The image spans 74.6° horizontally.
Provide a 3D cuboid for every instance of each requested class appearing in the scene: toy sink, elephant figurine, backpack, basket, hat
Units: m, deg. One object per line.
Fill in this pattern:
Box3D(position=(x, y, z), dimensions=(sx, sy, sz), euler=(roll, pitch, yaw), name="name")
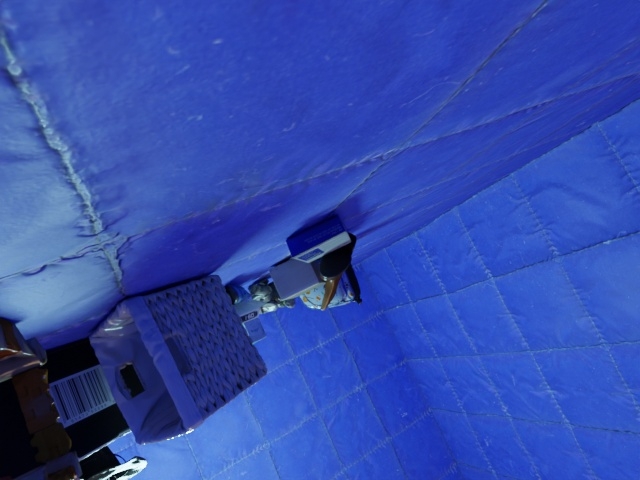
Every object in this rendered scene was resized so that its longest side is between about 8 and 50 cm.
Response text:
Box3D(position=(-0.077, 0.131, 1.593), dimensions=(0.152, 0.131, 0.234), euler=(-26, 172, 8), name="toy sink")
Box3D(position=(-0.231, 0.224, 1.769), dimensions=(0.239, 0.186, 0.169), euler=(-6, -155, -37), name="elephant figurine")
Box3D(position=(0.018, 0.192, 1.886), dimensions=(0.263, 0.277, 0.213), euler=(-22, 170, 28), name="backpack")
Box3D(position=(-0.370, 0.298, 1.089), dimensions=(0.266, 0.329, 0.331), euler=(-23, 173, -47), name="basket")
Box3D(position=(-0.711, 0.712, 1.288), dimensions=(0.331, 0.134, 0.331), euler=(-32, 158, -15), name="hat")

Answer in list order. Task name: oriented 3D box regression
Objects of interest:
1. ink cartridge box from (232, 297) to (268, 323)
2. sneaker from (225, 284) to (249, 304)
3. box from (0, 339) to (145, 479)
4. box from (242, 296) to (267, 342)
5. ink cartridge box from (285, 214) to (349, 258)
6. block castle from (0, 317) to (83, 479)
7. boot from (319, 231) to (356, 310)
Box3D(position=(-0.339, 0.259, 1.569), dimensions=(0.206, 0.045, 0.208), euler=(8, -167, 32), name="ink cartridge box")
Box3D(position=(-0.292, 0.186, 1.490), dimensions=(0.082, 0.069, 0.209), euler=(-18, 174, -20), name="sneaker")
Box3D(position=(-0.801, 0.510, 1.199), dimensions=(0.471, 0.298, 0.479), euler=(-31, 171, 27), name="box")
Box3D(position=(-0.440, 0.445, 2.152), dimensions=(0.261, 0.231, 0.126), euler=(-29, 172, 30), name="box")
Box3D(position=(0.000, 0.000, 1.215), dimensions=(0.165, 0.065, 0.332), euler=(-26, 174, 3), name="ink cartridge box")
Box3D(position=(-0.510, 0.273, 0.537), dimensions=(0.212, 0.303, 0.453), euler=(-22, 171, -20), name="block castle")
Box3D(position=(0.030, 0.140, 1.503), dimensions=(0.264, 0.096, 0.281), euler=(-67, 176, -55), name="boot")
